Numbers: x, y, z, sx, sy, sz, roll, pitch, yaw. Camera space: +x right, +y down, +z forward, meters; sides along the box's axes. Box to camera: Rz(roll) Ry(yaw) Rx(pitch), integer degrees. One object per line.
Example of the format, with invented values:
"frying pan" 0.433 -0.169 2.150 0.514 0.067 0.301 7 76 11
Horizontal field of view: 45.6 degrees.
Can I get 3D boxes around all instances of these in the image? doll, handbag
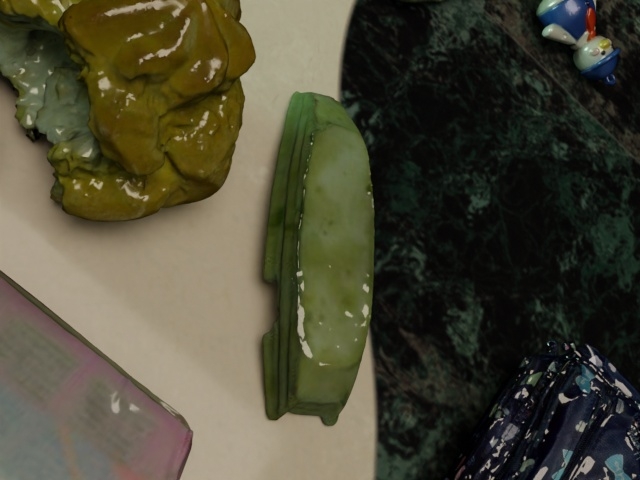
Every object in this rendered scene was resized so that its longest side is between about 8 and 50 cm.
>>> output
"doll" 0.286 -0.233 0.843 0.099 0.058 0.143 -36 96 -30
"handbag" 0.181 0.205 0.615 0.162 0.113 0.260 41 68 0

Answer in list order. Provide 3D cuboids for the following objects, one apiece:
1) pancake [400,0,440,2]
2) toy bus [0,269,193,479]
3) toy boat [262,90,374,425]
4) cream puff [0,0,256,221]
"pancake" 0.081 -0.360 0.796 0.254 0.037 0.253 8 70 -24
"toy bus" -0.260 0.070 0.426 0.386 0.171 0.162 40 51 -8
"toy boat" 0.000 0.000 0.627 0.093 0.055 0.293 11 69 -25
"cream puff" -0.131 -0.132 0.542 0.195 0.195 0.221 -32 92 -30
